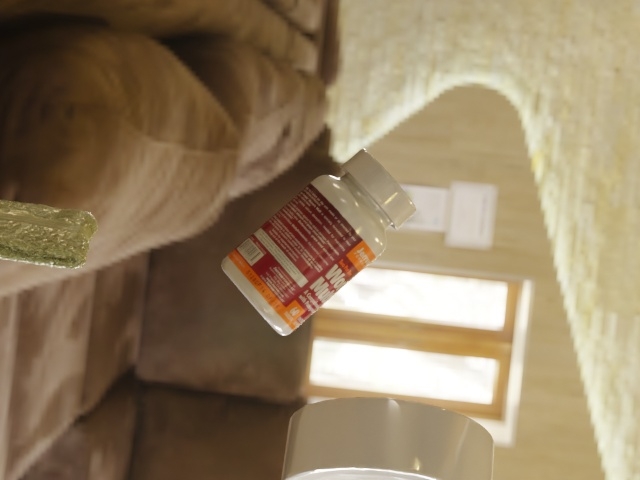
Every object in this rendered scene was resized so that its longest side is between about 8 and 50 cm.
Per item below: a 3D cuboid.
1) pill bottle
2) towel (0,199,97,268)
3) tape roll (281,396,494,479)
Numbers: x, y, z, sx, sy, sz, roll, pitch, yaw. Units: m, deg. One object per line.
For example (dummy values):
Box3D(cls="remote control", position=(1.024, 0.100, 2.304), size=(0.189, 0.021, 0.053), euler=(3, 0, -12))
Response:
Box3D(cls="pill bottle", position=(0.000, 0.000, 1.772), size=(0.221, 0.121, 0.121), euler=(-41, 175, -2))
Box3D(cls="towel", position=(-0.297, -0.011, 1.462), size=(0.110, 0.148, 0.027), euler=(-92, -167, -66))
Box3D(cls="tape roll", position=(0.092, 0.306, 2.003), size=(0.286, 0.286, 0.100), euler=(92, 5, -63))
